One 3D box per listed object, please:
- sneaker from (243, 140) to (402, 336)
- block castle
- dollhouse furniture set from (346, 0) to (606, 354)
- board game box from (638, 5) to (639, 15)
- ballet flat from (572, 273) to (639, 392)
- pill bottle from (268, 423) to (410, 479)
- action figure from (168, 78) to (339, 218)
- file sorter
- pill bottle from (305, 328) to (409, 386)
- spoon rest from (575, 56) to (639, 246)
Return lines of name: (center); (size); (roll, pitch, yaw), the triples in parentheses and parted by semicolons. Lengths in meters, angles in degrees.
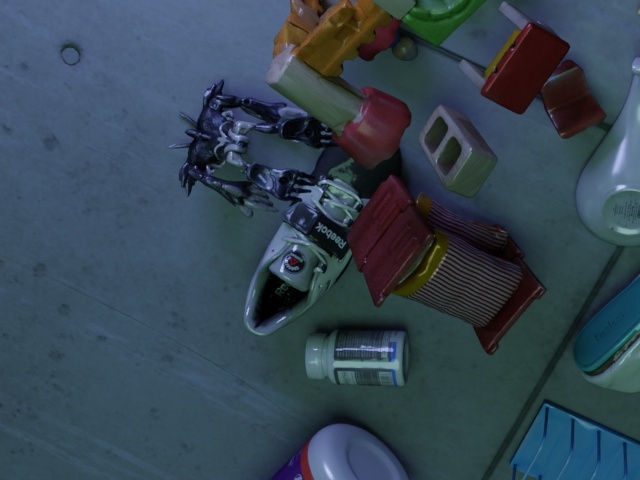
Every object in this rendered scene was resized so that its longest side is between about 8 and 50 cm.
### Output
sneaker: (0.000, 0.000, 1.597); (0.122, 0.146, 0.330); (30, 114, 1)
block castle: (0.154, -0.315, 1.314); (0.213, 0.303, 0.453); (31, 126, -24)
dollhouse furniture set: (0.218, -0.068, 1.477); (0.201, 0.152, 0.374); (22, 115, -28)
board game box: (0.515, -0.234, 1.436); (0.259, 0.039, 0.124); (40, 116, -3)
ballet flat: (0.486, 0.052, 1.528); (0.139, 0.139, 0.400); (36, 120, -4)
pill bottle: (-0.025, 0.424, 1.760); (0.181, 0.181, 0.323); (40, 115, -5)
action figure: (-0.088, -0.112, 1.556); (0.141, 0.275, 0.164); (23, 87, -34)
file sorter: (0.359, 0.324, 1.672); (0.170, 0.104, 0.118); (24, 116, 2)
pill bottle: (0.052, 0.162, 1.688); (0.137, 0.078, 0.078); (1, 113, 13)
spoon rest: (0.396, -0.108, 1.505); (0.137, 0.084, 0.276); (9, 128, 10)
